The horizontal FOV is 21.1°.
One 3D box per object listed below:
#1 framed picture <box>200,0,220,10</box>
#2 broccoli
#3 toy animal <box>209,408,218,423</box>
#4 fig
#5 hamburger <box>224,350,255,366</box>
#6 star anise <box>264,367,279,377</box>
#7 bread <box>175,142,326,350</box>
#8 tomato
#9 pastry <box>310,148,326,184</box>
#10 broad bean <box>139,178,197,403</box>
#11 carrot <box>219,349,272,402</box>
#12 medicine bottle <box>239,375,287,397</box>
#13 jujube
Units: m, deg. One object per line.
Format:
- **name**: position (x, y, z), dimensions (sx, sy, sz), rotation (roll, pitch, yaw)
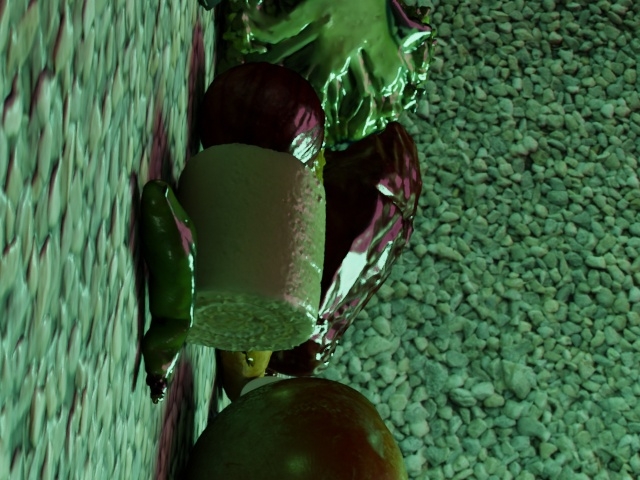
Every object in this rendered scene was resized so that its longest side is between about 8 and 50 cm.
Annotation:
- **framed picture**: position (0.008, -0.338, 1.483), dimensions (0.324, 0.013, 0.244), rotation (-42, 172, -4)
- **broccoli**: position (0.003, -0.242, 1.788), dimensions (0.180, 0.243, 0.273), rotation (-130, -133, -63)
- **toy animal**: position (-0.100, 0.298, 1.889), dimensions (0.108, 0.062, 0.220), rotation (81, 1, -67)
- **fig**: position (-0.061, -0.106, 1.614), dimensions (0.150, 0.128, 0.128), rotation (-23, 118, -70)
- **hamburger**: position (-0.068, 0.025, 1.653), dimensions (0.189, 0.093, 0.164), rotation (110, 2, -52)
- **star anise**: position (-0.078, 0.206, 2.222), dimensions (0.212, 0.054, 0.157), rotation (74, 20, -85)
- **bread**: position (-0.064, 0.009, 1.473), dimensions (0.148, 0.134, 0.141), rotation (144, -44, -59)
- **tomato**: position (-0.033, 0.270, 1.697), dimensions (0.270, 0.223, 0.270), rotation (176, -90, -75)
- **pastry**: position (-0.047, -0.094, 1.934), dimensions (0.189, 0.103, 0.188), rotation (4, 90, -87)
- **broad bean**: position (-0.121, 0.033, 1.364), dimensions (0.061, 0.046, 0.195), rotation (-85, 179, -64)
- **carrot**: position (-0.088, 0.132, 1.951), dimensions (0.205, 0.072, 0.072), rotation (100, -2, -48)
- **medicine bottle**: position (-0.066, 0.249, 1.975), dimensions (0.086, 0.086, 0.183), rotation (-81, -176, -51)
- **jujube**: position (0.000, 0.000, 2.091), dimensions (0.216, 0.216, 0.342), rotation (88, 18, -62)
